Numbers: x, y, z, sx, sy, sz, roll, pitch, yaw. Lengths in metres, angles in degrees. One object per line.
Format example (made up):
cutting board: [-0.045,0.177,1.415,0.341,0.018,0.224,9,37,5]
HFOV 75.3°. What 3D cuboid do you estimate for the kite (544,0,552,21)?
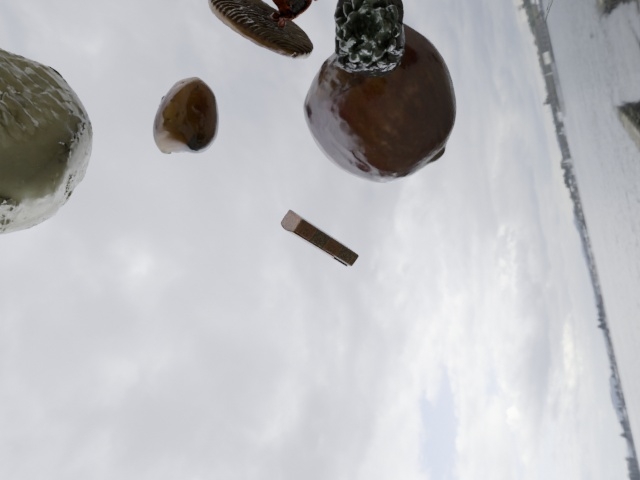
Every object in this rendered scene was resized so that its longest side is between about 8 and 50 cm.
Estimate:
kite: [0.643,-0.719,1.131,0.250,0.012,0.230,-41,-38,-67]

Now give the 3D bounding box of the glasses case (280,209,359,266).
glasses case: [0.000,0.000,1.065,0.218,0.075,0.049,32,-85,-37]

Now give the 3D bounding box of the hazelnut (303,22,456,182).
hazelnut: [0.174,-0.362,1.147,0.419,0.352,0.422,1,-94,-19]

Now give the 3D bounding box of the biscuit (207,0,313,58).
biscuit: [-0.161,-0.614,1.169,0.317,0.040,0.318,21,-141,-18]

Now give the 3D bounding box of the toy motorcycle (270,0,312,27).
toy motorcycle: [-0.117,-0.685,1.045,0.222,0.147,0.325,62,-168,18]

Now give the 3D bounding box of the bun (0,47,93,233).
bun: [-0.510,-0.131,0.575,0.325,0.235,0.362,27,-144,-19]

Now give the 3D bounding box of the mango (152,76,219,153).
mango: [-0.427,-0.405,1.360,0.201,0.152,0.288,22,-119,-42]

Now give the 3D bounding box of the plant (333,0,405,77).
plant: [0.091,-0.380,0.770,0.194,0.129,0.133,-29,-61,-72]
